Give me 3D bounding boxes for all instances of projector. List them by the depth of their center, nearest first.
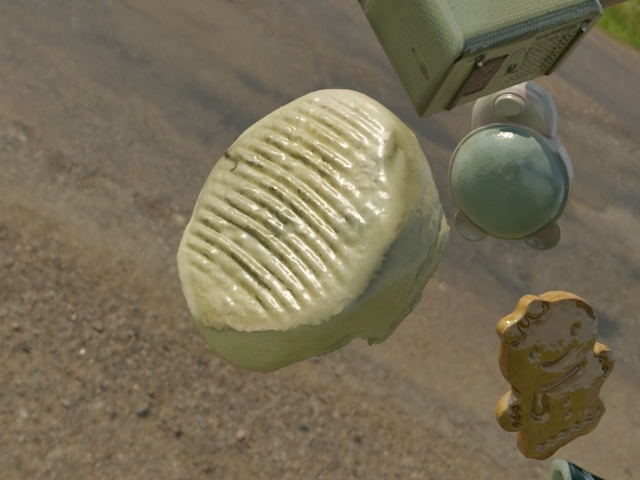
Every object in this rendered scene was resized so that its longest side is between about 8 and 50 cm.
[{"bbox_3d":[0.138,-0.267,1.166,0.177,0.163,0.242,-19,76,-20],"label":"projector"}]

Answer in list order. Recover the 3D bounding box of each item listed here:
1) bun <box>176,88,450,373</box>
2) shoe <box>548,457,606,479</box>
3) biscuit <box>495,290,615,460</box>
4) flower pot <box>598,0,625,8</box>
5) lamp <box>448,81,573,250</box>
[{"bbox_3d":[0.000,0.000,0.914,0.210,0.237,0.116,22,-11,38],"label":"bun"},{"bbox_3d":[0.188,0.383,1.198,0.160,0.363,0.132,42,1,-13],"label":"shoe"},{"bbox_3d":[0.221,0.124,1.083,0.133,0.184,0.027,-15,30,-23],"label":"biscuit"},{"bbox_3d":[0.374,-0.371,1.615,0.103,0.229,0.108,64,13,11],"label":"flower pot"},{"bbox_3d":[0.271,-0.107,1.665,0.180,0.246,0.108,7,18,19],"label":"lamp"}]
